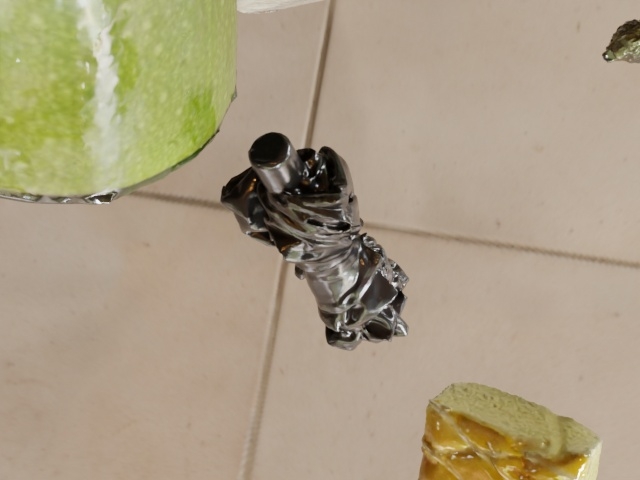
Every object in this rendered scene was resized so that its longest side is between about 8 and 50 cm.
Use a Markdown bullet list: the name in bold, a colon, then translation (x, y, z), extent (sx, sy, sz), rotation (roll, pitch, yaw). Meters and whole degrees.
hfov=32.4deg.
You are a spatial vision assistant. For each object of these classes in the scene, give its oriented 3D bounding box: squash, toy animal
- **squash**: translation (-0.173, -0.230, 0.763), extent (0.310, 0.309, 0.310), rotation (10, 55, -15)
- **toy animal**: translation (0.435, -0.233, 1.256), extent (0.220, 0.086, 0.069), rotation (4, 93, 13)

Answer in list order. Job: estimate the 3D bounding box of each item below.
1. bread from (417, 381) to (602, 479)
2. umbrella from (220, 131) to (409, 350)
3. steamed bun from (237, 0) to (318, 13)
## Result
- **bread**: translation (0.134, 0.206, 0.829), extent (0.125, 0.188, 0.068), rotation (19, 31, 27)
- **umbrella**: translation (0.000, 0.000, 1.007), extent (0.110, 0.272, 0.122), rotation (-48, 50, -11)
- **steamed bun**: translation (-0.039, -0.461, 1.437), extent (0.309, 0.309, 0.309), rotation (0, 75, 1)
